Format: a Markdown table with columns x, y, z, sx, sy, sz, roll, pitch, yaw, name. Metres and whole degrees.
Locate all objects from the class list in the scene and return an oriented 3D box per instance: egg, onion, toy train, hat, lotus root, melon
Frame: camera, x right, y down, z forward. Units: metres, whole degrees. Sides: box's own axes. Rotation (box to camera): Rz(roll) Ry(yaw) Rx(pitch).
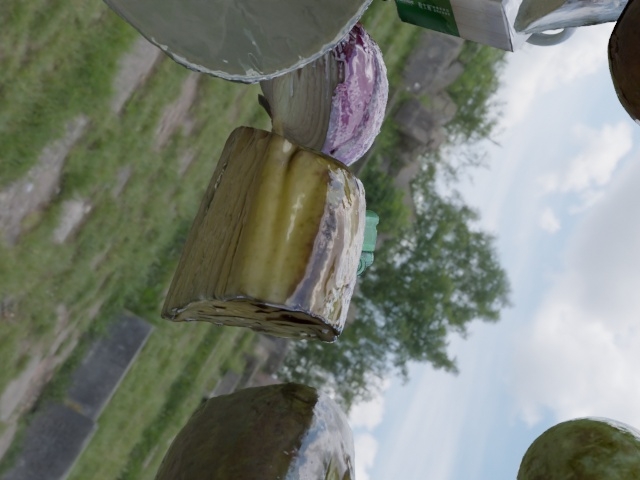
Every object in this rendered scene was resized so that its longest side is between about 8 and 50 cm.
| x | y | z | sx | sy | sz | roll | pitch | yaw | name |
| --- | --- | --- | --- | --- | --- | --- | --- | --- | --- |
| 0.435 | 0.390 | 1.254 | 0.238 | 0.238 | 0.289 | -61 | -169 | -25 | egg |
| 0.029 | -0.272 | 1.262 | 0.159 | 0.267 | 0.348 | -17 | 160 | -24 | onion |
| 0.000 | 0.000 | 1.242 | 0.071 | 0.178 | 0.104 | -141 | -122 | -68 | toy train |
| -0.095 | -0.209 | 0.557 | 0.214 | 0.244 | 0.149 | -34 | -172 | -19 | hat |
| -0.025 | 0.003 | 0.494 | 0.159 | 0.095 | 0.135 | 10 | -98 | 60 | lotus root |
| 0.312 | -0.277 | 0.880 | 0.202 | 0.139 | 0.093 | -48 | -158 | 34 | melon |
| -0.071 | 0.328 | 0.803 | 0.250 | 0.250 | 0.346 | -57 | -163 | 29 | lotus root |

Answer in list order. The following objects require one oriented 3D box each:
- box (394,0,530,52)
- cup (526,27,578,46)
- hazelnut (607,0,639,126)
| x | y | z | sx | sy | sz | roll | pitch | yaw | name |
| --- | --- | --- | --- | --- | --- | --- | --- | --- | --- |
| 0.201 | -0.328 | 1.032 | 0.135 | 0.199 | 0.081 | -47 | 139 | -16 | box |
| 0.380 | -0.508 | 1.440 | 0.259 | 0.356 | 0.274 | -30 | -149 | -16 | cup |
| 0.370 | -0.192 | 0.774 | 0.204 | 0.178 | 0.178 | -51 | -175 | 12 | hazelnut |
